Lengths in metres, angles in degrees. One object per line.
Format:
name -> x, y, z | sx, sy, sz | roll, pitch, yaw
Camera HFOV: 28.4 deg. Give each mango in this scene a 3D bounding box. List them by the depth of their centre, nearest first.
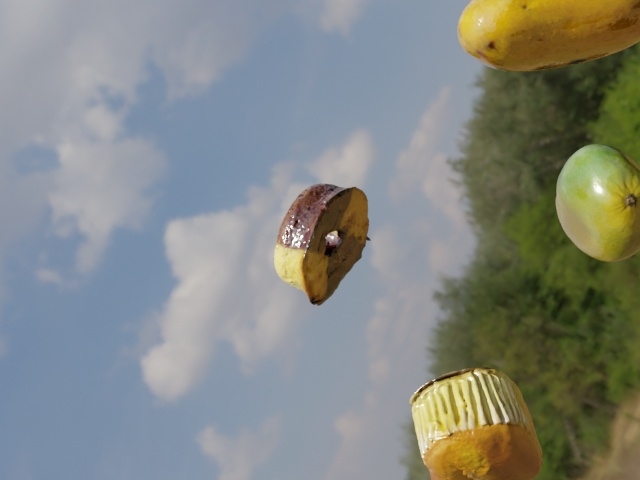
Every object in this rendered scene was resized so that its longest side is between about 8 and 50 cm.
mango -> 0.194, -0.183, 1.009 | 0.178, 0.090, 0.115 | -21, -7, -1
mango -> 0.309, -0.037, 1.372 | 0.085, 0.122, 0.191 | -35, -17, -4

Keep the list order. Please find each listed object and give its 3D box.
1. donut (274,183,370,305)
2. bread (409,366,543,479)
donut -> 0.000, 0.000, 1.416 | 0.140, 0.059, 0.140 | -44, -36, -43
bread -> 0.182, 0.230, 1.455 | 0.190, 0.132, 0.114 | 54, -161, -48
